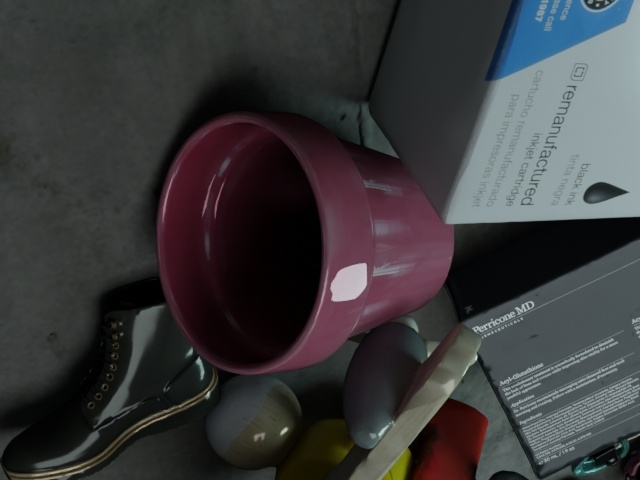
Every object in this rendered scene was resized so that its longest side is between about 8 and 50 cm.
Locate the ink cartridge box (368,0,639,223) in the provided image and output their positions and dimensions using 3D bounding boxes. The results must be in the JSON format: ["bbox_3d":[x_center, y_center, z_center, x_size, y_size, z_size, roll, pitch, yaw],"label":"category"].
[{"bbox_3d":[0.274,-0.174,1.512,0.395,0.166,0.285,-3,129,-25],"label":"ink cartridge box"}]

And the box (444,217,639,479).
[{"bbox_3d":[0.265,0.066,1.706,0.261,0.103,0.184,-25,118,4],"label":"box"}]

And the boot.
[{"bbox_3d":[-0.187,0.111,1.606,0.198,0.077,0.137,-28,131,-20],"label":"boot"}]

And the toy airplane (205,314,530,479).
[{"bbox_3d":[-0.013,0.235,1.650,0.386,0.272,0.384,-41,167,-7],"label":"toy airplane"}]

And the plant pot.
[{"bbox_3d":[0.000,0.000,1.523,0.180,0.201,0.201,-2,130,-44],"label":"plant pot"}]

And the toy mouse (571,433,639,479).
[{"bbox_3d":[0.299,0.223,1.954,0.161,0.031,0.143,10,123,-32],"label":"toy mouse"}]
